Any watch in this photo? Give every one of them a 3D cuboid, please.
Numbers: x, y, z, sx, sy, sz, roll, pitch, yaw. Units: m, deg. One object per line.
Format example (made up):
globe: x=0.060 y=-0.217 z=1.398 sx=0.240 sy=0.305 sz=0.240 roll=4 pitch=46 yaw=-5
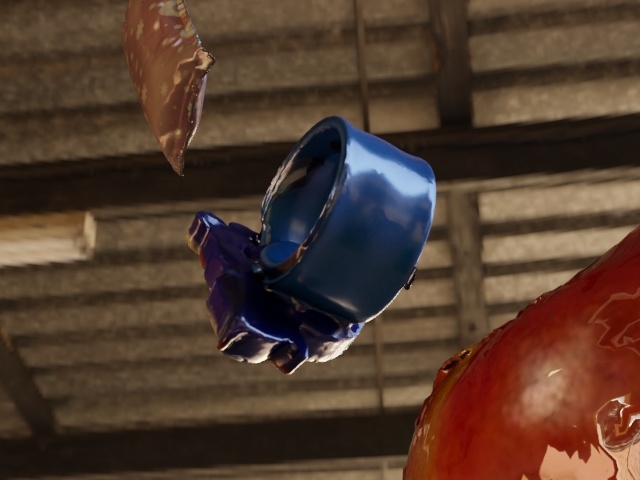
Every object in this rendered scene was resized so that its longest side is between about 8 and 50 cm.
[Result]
watch: x=0.003 y=-0.001 z=1.189 sx=0.171 sy=0.196 sz=0.200 roll=23 pitch=-67 yaw=-30

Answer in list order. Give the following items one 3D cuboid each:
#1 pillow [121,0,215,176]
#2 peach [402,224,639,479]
pillow: x=-0.132 y=-0.155 z=1.125 sx=0.043 sy=0.185 sz=0.118 roll=-1 pitch=-48 yaw=-30
peach: x=0.224 y=0.189 z=0.645 sx=0.353 sy=0.416 sz=0.339 roll=-32 pitch=-4 yaw=-26
